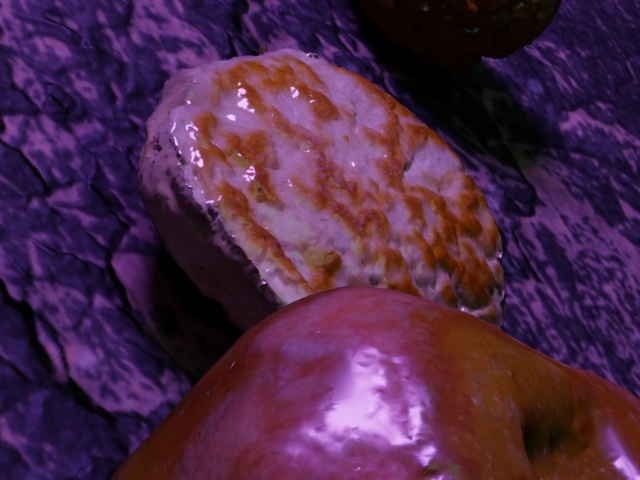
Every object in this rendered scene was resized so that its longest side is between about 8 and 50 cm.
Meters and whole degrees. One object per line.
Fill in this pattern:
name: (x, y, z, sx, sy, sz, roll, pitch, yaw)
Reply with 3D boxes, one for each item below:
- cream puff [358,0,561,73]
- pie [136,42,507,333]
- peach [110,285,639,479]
cream puff: (0.073, -0.163, 1.098, 0.144, 0.126, 0.103, 42, 51, 9)
pie: (0.000, 0.000, 0.898, 0.205, 0.084, 0.179, 44, 37, -5)
peach: (0.036, 0.118, 0.711, 0.235, 0.214, 0.214, -18, 69, -38)
